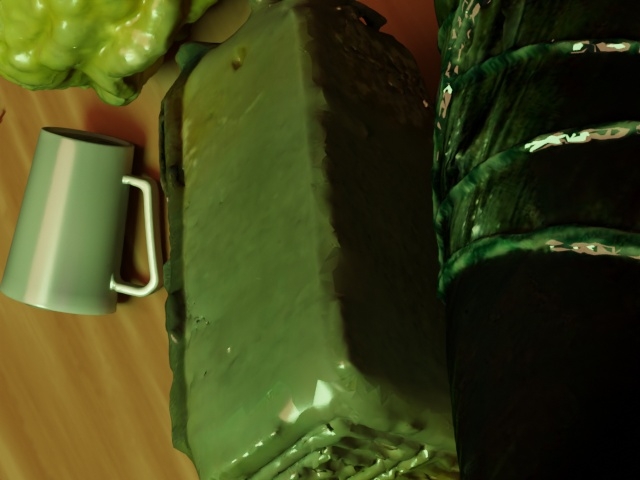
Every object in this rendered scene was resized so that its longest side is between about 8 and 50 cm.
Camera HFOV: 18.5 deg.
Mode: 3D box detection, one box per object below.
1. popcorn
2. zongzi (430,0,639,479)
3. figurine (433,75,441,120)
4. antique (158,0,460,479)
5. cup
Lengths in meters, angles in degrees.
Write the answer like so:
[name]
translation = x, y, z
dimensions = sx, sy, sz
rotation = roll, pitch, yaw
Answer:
[popcorn]
translation = -0.144, -0.190, 1.177
dimensions = 0.286, 0.174, 0.225
rotation = 6, 110, 36
[zongzi]
translation = 0.137, -0.016, 0.812
dimensions = 0.319, 0.362, 0.383
rotation = 6, 94, 23
[figurine]
translation = 0.098, -0.058, 1.013
dimensions = 0.082, 0.094, 0.086
rotation = -12, 79, 12
[antique]
translation = 0.000, 0.000, 0.974
dimensions = 0.125, 0.150, 0.284
rotation = -36, 50, 31
[cup]
translation = -0.145, -0.007, 1.257
dimensions = 0.104, 0.074, 0.116
rotation = 15, 98, 16
